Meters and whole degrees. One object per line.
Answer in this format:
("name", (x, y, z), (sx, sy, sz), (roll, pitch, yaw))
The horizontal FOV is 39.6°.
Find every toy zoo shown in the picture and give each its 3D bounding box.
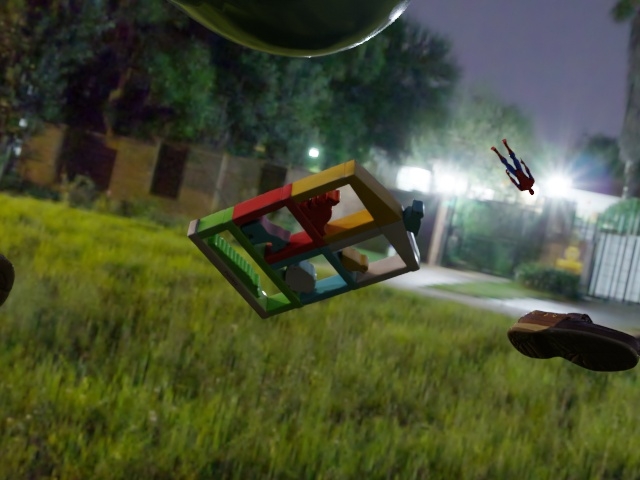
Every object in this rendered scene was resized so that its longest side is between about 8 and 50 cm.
("toy zoo", (0.000, 0.000, 1.166), (0.293, 0.030, 0.192), (-20, -49, 23))

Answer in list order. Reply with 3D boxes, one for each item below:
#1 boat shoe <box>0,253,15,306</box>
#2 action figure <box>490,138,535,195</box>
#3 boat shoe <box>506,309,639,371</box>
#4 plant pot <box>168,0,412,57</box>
("boat shoe", (-0.488, 0.022, 0.902), (0.123, 0.123, 0.342), (41, 26, 31))
("action figure", (0.343, -0.124, 1.557), (0.115, 0.038, 0.030), (52, 9, -14))
("boat shoe", (0.313, 0.114, 1.089), (0.178, 0.060, 0.064), (5, -46, 51))
("plant pot", (-0.022, -0.295, 0.769), (0.293, 0.293, 0.235), (12, -7, 19))
